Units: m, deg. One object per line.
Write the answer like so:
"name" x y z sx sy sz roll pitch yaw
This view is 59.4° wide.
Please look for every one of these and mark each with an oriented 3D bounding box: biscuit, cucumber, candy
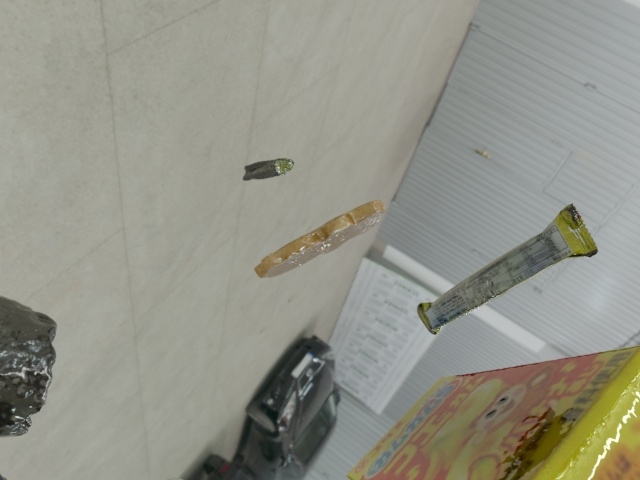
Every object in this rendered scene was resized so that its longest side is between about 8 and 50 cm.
"biscuit" 0.002 -0.002 0.734 0.184 0.027 0.133 -29 172 4
"biscuit" 0.180 0.047 0.606 0.026 0.048 0.292 -24 167 -27
"cucumber" -0.097 -0.129 1.018 0.034 0.135 0.033 1 89 -37
"candy" 0.128 0.163 0.401 0.146 0.088 0.276 -40 175 -20

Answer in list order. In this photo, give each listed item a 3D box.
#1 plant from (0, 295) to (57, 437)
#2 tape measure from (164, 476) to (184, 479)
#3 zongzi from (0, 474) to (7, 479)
"plant" -0.503 0.158 0.730 0.276 0.188 0.199 16 119 -36
"tape measure" -0.195 0.451 0.876 0.243 0.246 0.125 75 29 -73
"zongzi" -0.434 0.485 0.569 0.403 0.432 0.208 -40 162 -27
